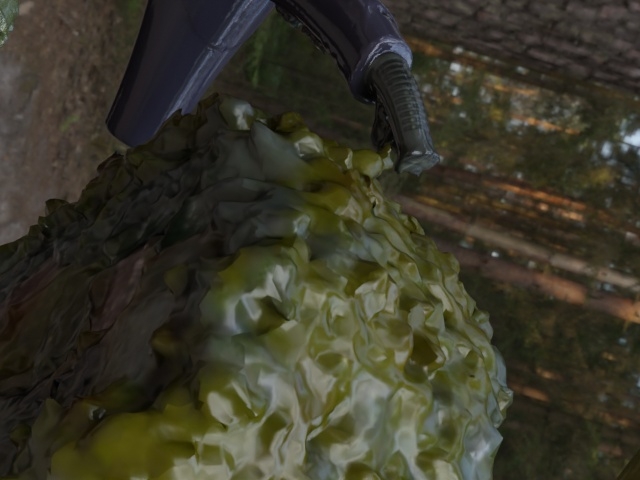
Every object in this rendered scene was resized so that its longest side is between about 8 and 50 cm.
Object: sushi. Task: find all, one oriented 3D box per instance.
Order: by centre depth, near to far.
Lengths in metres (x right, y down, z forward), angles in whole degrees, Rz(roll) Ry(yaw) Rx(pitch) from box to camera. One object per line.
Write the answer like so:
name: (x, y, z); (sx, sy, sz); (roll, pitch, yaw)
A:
sushi: (-0.097, 0.112, 0.481); (0.397, 0.240, 0.351); (-21, -149, 38)

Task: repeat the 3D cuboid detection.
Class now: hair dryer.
hair dryer: (-0.035, -0.142, 0.623); (0.301, 0.121, 0.361); (-58, -135, 19)

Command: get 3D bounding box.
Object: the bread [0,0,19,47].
bread: (-0.399, -0.146, 0.743); (0.286, 0.207, 0.056); (-39, 131, -10)

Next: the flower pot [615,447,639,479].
flower pot: (0.275, 0.189, 0.529); (0.179, 0.195, 0.195); (-53, 172, -26)
